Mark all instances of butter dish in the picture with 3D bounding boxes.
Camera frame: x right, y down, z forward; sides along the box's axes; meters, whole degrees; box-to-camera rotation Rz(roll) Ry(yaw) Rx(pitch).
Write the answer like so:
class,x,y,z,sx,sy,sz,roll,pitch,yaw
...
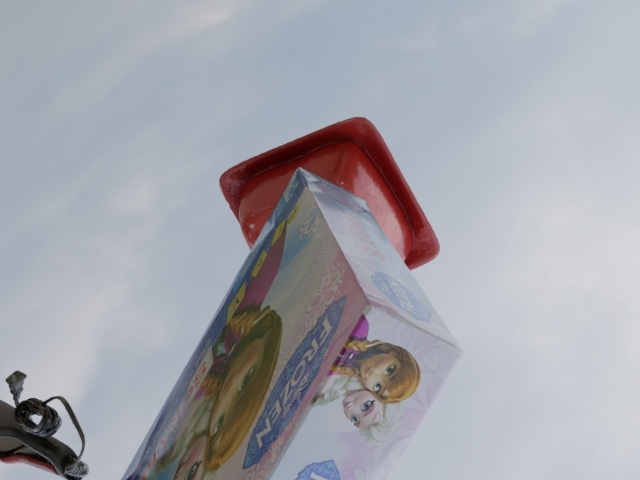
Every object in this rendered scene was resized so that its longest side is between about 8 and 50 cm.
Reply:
class,x,y,z,sx,sy,sz,roll,pitch,yaw
butter dish,0.000,0.000,1.131,0.160,0.160,0.118,-20,-155,23

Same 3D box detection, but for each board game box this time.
class,x,y,z,sx,sy,sz,roll,pitch,yaw
board game box,-0.047,0.135,0.866,0.318,0.066,0.318,-61,-165,10

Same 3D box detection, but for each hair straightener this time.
class,x,y,z,sx,sy,sz,roll,pitch,yaw
hair straightener,-0.274,0.166,1.187,0.047,0.089,0.230,-21,-163,-32
